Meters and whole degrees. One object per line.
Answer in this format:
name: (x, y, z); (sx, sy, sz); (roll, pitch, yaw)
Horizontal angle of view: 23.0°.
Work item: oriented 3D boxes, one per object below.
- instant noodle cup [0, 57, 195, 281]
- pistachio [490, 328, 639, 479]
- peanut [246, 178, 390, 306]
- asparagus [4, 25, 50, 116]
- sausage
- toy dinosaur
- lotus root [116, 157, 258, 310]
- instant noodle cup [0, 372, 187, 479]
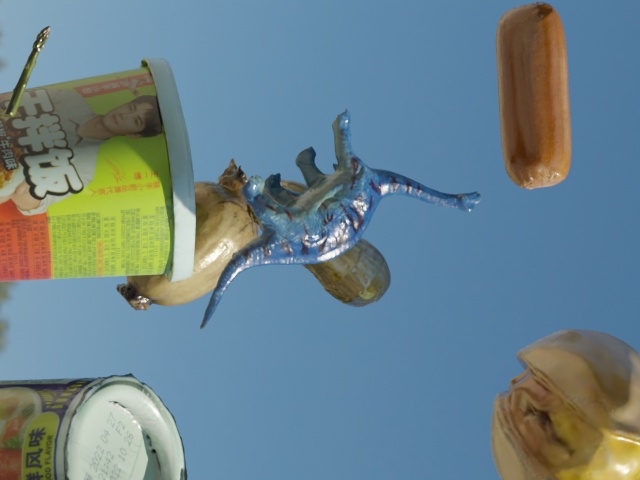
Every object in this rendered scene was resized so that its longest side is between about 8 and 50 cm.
instant noodle cup: (-0.334, -0.075, 2.021); (0.294, 0.308, 0.294); (173, -90, -78)
pistachio: (0.311, 0.220, 1.835); (0.309, 0.230, 0.230); (-81, -179, -81)
peanut: (0.000, 0.000, 1.896); (0.087, 0.206, 0.087); (-47, -168, 13)
asparagus: (-0.335, -0.195, 1.806); (0.015, 0.014, 0.114); (27, -83, 30)
sausage: (0.310, -0.210, 2.288); (0.105, 0.105, 0.274); (155, -66, -67)
toy dinosaur: (-0.004, -0.038, 1.593); (0.144, 0.329, 0.076); (64, -20, 8)
lotus root: (-0.179, 0.006, 2.269); (0.257, 0.140, 0.154); (-45, 163, -6)
instant noodle cup: (-0.320, 0.259, 1.679); (0.312, 0.284, 0.284); (-12, -113, 31)
